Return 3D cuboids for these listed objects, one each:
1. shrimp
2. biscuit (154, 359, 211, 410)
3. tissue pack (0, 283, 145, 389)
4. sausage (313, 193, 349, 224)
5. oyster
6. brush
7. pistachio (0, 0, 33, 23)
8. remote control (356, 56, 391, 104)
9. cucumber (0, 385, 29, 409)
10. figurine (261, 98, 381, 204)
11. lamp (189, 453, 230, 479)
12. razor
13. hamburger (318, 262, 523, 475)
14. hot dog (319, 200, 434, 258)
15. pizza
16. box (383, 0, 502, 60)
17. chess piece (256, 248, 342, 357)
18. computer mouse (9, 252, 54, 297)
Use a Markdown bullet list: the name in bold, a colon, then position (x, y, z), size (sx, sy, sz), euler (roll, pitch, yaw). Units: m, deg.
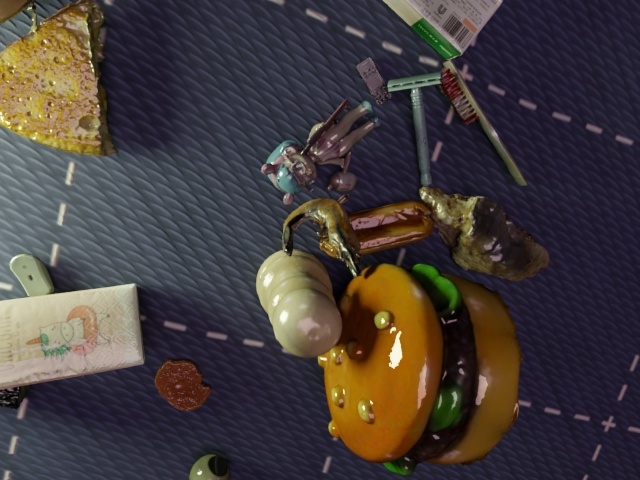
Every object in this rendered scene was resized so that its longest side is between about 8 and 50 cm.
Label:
- **shrimp**: position (0.000, 0.000, 0.953), size (0.152, 0.219, 0.046), euler (-24, 145, -7)
- **biscuit**: position (-0.308, 0.321, 1.057), size (0.102, 0.019, 0.130), euler (-35, 105, 0)
- **tissue pack**: position (-0.524, 0.188, 0.930), size (0.326, 0.071, 0.169), euler (-6, 82, -16)
- **sausage**: position (0.023, -0.067, 1.031), size (0.100, 0.015, 0.015), euler (-41, 104, 1)
- **oyster**: position (0.365, -0.012, 1.046), size (0.166, 0.110, 0.341), euler (-45, 104, 1)
- **brush**: position (0.347, -0.243, 1.025), size (0.050, 0.060, 0.321), euler (-36, 104, 13)
- **pistachio**: position (-0.572, -0.466, 0.758), size (0.309, 0.230, 0.229), euler (-30, 104, -13)
- **remote control**: position (0.112, -0.332, 0.991), size (0.039, 0.014, 0.096), euler (-34, 106, -1)
- **cucumber**: position (-0.767, 0.243, 0.933), size (0.360, 0.096, 0.096), euler (20, 98, -13)
- **figurine**: position (0.011, -0.177, 0.977), size (0.260, 0.102, 0.205), euler (-38, 140, -2)
- **lamp**: position (-0.274, 0.566, 1.086), size (0.091, 0.091, 0.163), euler (32, 110, -13)
- **razor**: position (0.213, -0.228, 0.997), size (0.106, 0.068, 0.231), euler (-3, 115, 22)
- **hamburger**: position (0.163, 0.222, 0.926), size (0.278, 0.396, 0.394), euler (12, 100, -21)
- **hot dog**: position (0.119, -0.021, 1.020), size (0.250, 0.068, 0.100), euler (-12, 65, -1)
- **pizza**: position (-0.471, -0.310, 0.880), size (0.280, 0.075, 0.287), euler (30, 94, -17)
- **box**: position (0.241, -0.483, 0.947), size (0.199, 0.081, 0.135), euler (37, 93, -16)
- **chess piece**: position (-0.038, 0.120, 0.914), size (0.167, 0.299, 0.166), euler (-2, 100, -9)
- **computer mouse**: position (-0.579, 0.072, 0.959), size (0.056, 0.032, 0.110), euler (-16, 114, -4)
